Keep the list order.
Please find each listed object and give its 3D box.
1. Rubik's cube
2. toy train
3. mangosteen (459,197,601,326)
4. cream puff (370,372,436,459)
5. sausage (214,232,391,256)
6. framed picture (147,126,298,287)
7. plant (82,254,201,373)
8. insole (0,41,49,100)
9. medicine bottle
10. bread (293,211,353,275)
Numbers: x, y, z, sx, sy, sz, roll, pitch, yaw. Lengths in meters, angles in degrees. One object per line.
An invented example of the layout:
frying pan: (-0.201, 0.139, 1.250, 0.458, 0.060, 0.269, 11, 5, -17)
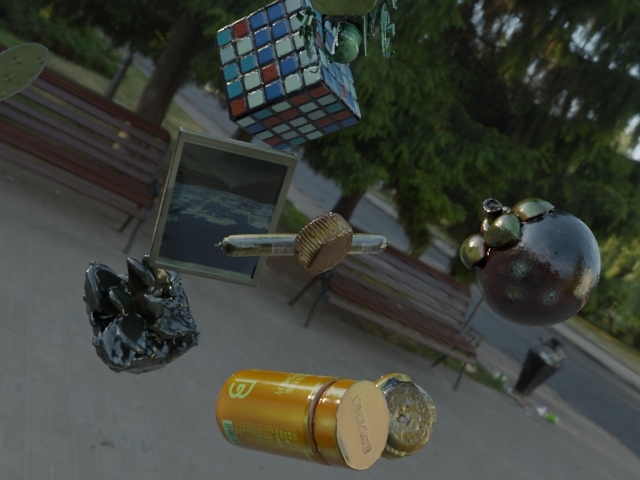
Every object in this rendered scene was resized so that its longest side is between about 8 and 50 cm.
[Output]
Rubik's cube: (-0.053, -0.289, 1.262, 0.187, 0.184, 0.182, 22, 52, -62)
toy train: (0.032, -0.354, 0.946, 0.126, 0.190, 0.308, -5, 39, 17)
mangosteen: (0.486, 0.047, 1.642, 0.300, 0.300, 0.300, 30, 8, -5)
cream puff: (0.153, 0.384, 1.567, 0.189, 0.189, 0.129, 27, -25, -20)
sausage: (-0.020, 0.006, 1.033, 0.269, 0.033, 0.033, -1, 20, -20)
framed picture: (-0.158, -0.046, 1.135, 0.188, 0.260, 0.023, 13, 31, -14)
plant: (-0.333, 0.142, 1.343, 0.276, 0.188, 0.199, 110, -37, -66)
insole: (-0.707, -0.316, 1.505, 0.007, 0.322, 0.109, 58, 2, 29)
medicine bottle: (-0.025, 0.199, 0.814, 0.191, 0.096, 0.096, -5, -19, 43)
bread: (0.000, 0.000, 0.924, 0.053, 0.085, 0.085, 46, 14, 24)
